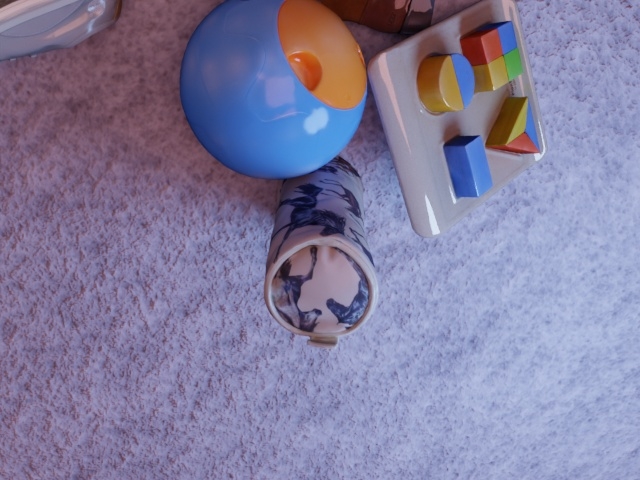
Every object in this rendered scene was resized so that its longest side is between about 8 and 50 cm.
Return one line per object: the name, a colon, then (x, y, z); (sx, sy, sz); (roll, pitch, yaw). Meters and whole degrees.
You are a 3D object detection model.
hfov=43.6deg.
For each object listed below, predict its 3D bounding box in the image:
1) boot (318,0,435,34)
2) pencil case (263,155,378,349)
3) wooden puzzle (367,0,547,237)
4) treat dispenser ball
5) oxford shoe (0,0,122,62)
boot: (0.055, -0.478, 1.301); (0.280, 0.096, 0.264); (6, 114, -5)
pencil case: (0.000, 0.000, 1.260); (0.160, 0.410, 0.183); (-9, 114, 4)
wooden puzzle: (0.259, -0.214, 1.340); (0.348, 0.080, 0.322); (-32, 115, -31)
treat dispenser ball: (-0.071, -0.237, 1.231); (0.288, 0.288, 0.288); (-3, 109, -10)
oxford shoe: (-0.500, -0.322, 1.206); (0.449, 0.169, 0.130); (-20, 147, -2)
